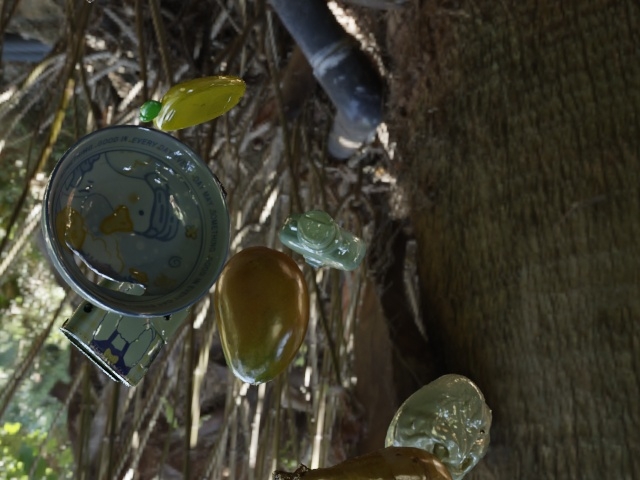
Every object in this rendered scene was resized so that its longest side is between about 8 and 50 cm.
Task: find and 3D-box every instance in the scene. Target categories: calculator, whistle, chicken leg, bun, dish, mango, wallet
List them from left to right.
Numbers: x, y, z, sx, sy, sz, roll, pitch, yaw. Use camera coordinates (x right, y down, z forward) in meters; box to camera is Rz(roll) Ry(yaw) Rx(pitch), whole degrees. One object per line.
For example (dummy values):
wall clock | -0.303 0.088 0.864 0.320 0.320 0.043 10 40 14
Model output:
dish | -0.279 -0.016 1.050 0.273 0.273 0.133 12 160 -36
wallet | -0.327 0.101 1.368 0.077 0.309 0.223 16 149 30
calculator | -0.245 -0.265 1.410 0.235 0.032 0.146 -24 167 -38
mango | -0.088 0.110 1.130 0.151 0.221 0.120 -23 147 13
whistle | 0.000 0.000 0.990 0.126 0.067 0.258 21 175 4
chicken leg | 0.046 0.275 0.814 0.207 0.085 0.101 3 162 -13
bun | 0.221 0.353 1.295 0.231 0.231 0.133 14 -163 -45

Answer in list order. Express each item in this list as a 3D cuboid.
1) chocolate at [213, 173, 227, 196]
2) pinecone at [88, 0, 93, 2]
chocolate | -0.313 -0.020 1.576 0.112 0.321 0.112 20 -157 -23
pinecone | -0.309 -0.356 0.918 0.102 0.102 0.109 1 -175 23
